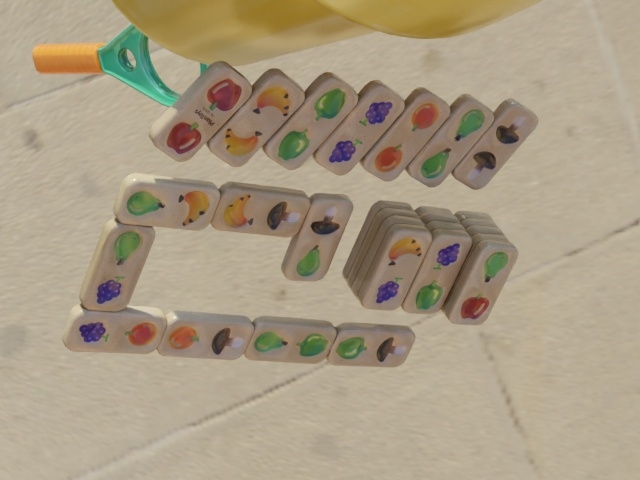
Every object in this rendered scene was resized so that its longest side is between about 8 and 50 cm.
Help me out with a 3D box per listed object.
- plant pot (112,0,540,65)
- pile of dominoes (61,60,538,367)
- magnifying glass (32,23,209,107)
[{"bbox_3d":[0.001,-0.205,0.880,0.254,0.239,0.254,15,65,-34],"label":"plant pot"},{"bbox_3d":[0.000,0.000,0.965,0.251,0.040,0.196,5,123,-32],"label":"pile of dominoes"},{"bbox_3d":[-0.179,-0.165,1.540,0.026,0.231,0.092,-30,116,-42],"label":"magnifying glass"}]
